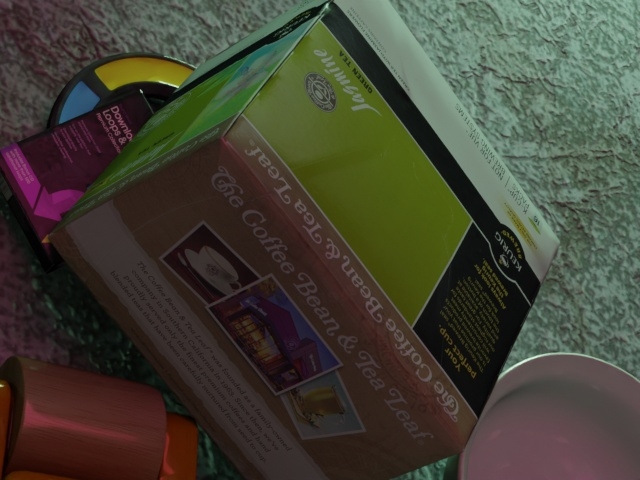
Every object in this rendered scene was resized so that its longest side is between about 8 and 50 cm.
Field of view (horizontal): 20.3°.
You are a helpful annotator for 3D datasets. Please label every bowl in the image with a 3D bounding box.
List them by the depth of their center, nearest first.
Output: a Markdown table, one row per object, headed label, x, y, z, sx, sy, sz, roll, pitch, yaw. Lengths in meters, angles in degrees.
| label | x | y | z | sx | sy | sz | roll | pitch | yaw |
| --- | --- | --- | --- | --- | --- | --- | --- | --- | --- |
| bowl | 0.222 | 0.266 | 1.693 | 0.298 | 0.134 | 0.298 | 14 | 61 | -25 |

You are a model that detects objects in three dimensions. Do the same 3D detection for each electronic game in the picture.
| label | x | y | z | sx | sy | sz | roll | pitch | yaw |
| --- | --- | --- | --- | --- | --- | --- | --- | --- | --- |
| electronic game | -0.150 | -0.073 | 1.683 | 0.229 | 0.048 | 0.229 | 13 | 61 | -26 |

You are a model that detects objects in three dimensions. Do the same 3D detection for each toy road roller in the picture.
| label | x | y | z | sx | sy | sz | roll | pitch | yaw |
| --- | --- | --- | --- | --- | --- | --- | --- | --- | --- |
| toy road roller | -0.180 | 0.237 | 1.396 | 0.202 | 0.240 | 0.330 | 14 | 61 | -25 |

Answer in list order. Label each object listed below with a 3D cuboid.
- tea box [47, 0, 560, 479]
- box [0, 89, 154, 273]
| label | x | y | z | sx | sy | sz | roll | pitch | yaw |
| --- | --- | --- | --- | --- | --- | --- | --- | --- | --- |
| tea box | 0.000 | 0.000 | 1.554 | 0.329 | 0.220 | 0.323 | 53 | 36 | -14 |
| box | -0.203 | -0.055 | 1.607 | 0.162 | 0.029 | 0.116 | -28 | 85 | -31 |
